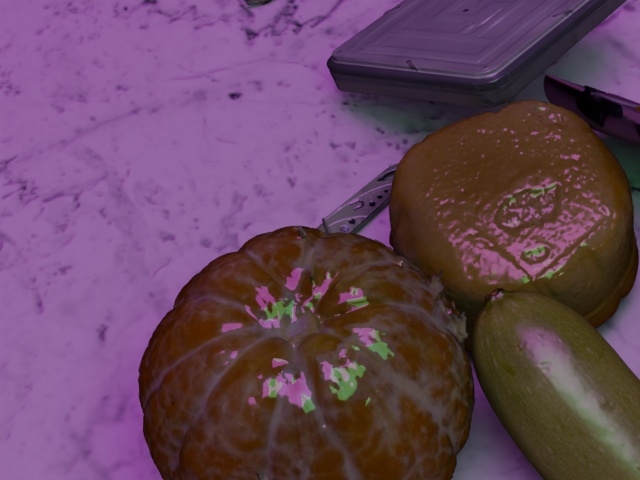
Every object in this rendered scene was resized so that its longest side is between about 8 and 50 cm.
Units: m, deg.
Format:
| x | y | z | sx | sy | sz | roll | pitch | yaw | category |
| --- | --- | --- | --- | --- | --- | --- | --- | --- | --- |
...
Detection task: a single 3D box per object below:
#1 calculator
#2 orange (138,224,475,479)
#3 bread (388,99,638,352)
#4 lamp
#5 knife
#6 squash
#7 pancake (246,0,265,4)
| x | y | z | sx | sy | sz | roll | pitch | yaw | category |
| --- | --- | --- | --- | --- | --- | --- | --- | --- | --- |
| 0.383 | -0.105 | 1.650 | 0.294 | 0.194 | 0.043 | 28 | 103 | 39 | calculator |
| -0.015 | 0.137 | 1.489 | 0.329 | 0.249 | 0.329 | -3 | 51 | 3 | orange |
| 0.197 | -0.015 | 1.630 | 0.270 | 0.148 | 0.269 | -6 | 56 | 9 | bread |
| 0.179 | -0.242 | 1.782 | 0.269 | 0.047 | 0.266 | 13 | 42 | 46 | lamp |
| 0.000 | 0.001 | 1.727 | 0.293 | 0.020 | 0.043 | -40 | 56 | -20 | knife |
| 0.234 | 0.150 | 1.474 | 0.132 | 0.132 | 0.247 | -33 | 73 | -15 | squash |
| -0.056 | -0.479 | 2.057 | 0.305 | 0.067 | 0.427 | -33 | 58 | -13 | pancake |
